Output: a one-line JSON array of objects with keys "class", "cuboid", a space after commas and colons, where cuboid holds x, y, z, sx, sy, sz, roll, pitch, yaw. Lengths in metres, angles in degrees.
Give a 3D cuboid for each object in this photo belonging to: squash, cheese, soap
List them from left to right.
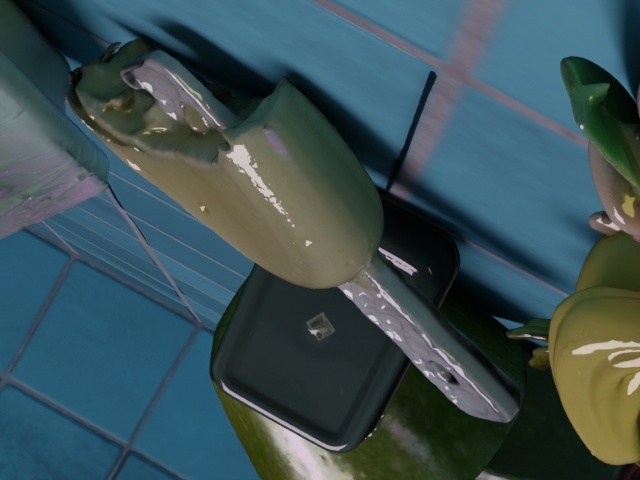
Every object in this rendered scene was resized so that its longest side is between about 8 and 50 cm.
[{"class": "soap", "cuboid": [-0.199, -0.059, 0.701, 0.094, 0.150, 0.261, 62, -179, 12]}, {"class": "cheese", "cuboid": [0.001, -0.001, 0.658, 0.235, 0.050, 0.127, 46, 159, -21]}, {"class": "squash", "cuboid": [0.020, 0.077, 0.848, 0.123, 0.170, 0.170, 49, 163, -30]}]

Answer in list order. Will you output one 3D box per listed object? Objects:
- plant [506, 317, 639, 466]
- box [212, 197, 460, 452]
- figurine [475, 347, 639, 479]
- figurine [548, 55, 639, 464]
[{"class": "plant", "cuboid": [0.176, 0.135, 0.535, 0.306, 0.297, 0.261, 43, 147, 24]}, {"class": "box", "cuboid": [0.004, 0.037, 0.738, 0.091, 0.126, 0.031, 30, -154, 7]}, {"class": "figurine", "cuboid": [0.155, 0.149, 0.982, 0.185, 0.127, 0.234, 16, 157, 27]}, {"class": "figurine", "cuboid": [0.093, 0.002, 0.392, 0.083, 0.083, 0.187, 27, 163, 15]}]
